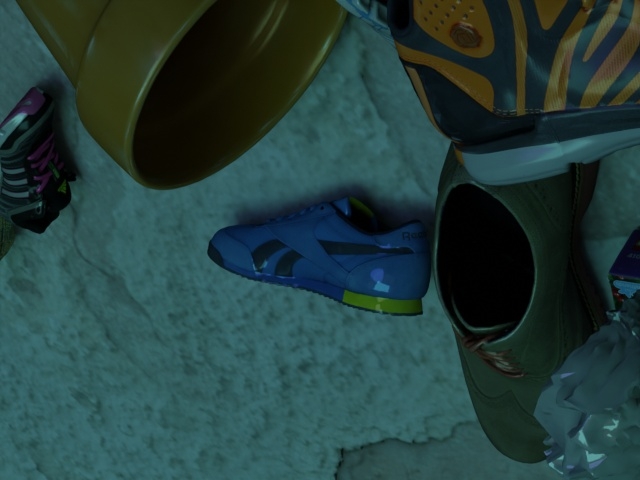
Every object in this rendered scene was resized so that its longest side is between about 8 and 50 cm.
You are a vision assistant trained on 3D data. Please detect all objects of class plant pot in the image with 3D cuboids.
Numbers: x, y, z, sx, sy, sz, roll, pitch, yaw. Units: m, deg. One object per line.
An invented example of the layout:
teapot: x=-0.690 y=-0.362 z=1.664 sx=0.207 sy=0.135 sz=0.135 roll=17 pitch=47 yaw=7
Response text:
plant pot: x=-0.114 y=-0.171 z=1.249 sx=0.188 sy=0.205 sz=0.205 roll=42 pitch=143 yaw=20

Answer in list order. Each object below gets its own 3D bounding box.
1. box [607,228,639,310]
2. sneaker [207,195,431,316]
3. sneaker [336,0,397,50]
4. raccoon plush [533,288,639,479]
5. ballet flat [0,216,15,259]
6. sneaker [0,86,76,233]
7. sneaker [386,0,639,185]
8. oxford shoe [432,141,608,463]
box: x=0.350 y=0.103 z=1.251 sx=0.293 sy=0.057 sz=0.201 roll=9 pitch=131 yaw=31
sneaker: x=0.000 y=0.000 z=1.425 sx=0.209 sy=0.069 sz=0.082 roll=12 pitch=102 yaw=40
sneaker: x=0.049 y=-0.151 z=1.190 sx=0.191 sy=0.071 sz=0.083 roll=30 pitch=162 yaw=-34
raccoon plush: x=0.363 y=0.078 z=0.946 sx=0.299 sy=0.446 sz=0.216 roll=43 pitch=163 yaw=26
ballet flat: x=-0.407 y=-0.095 z=1.592 sx=0.348 sy=0.123 sz=0.123 roll=49 pitch=140 yaw=-12
sneaker: x=-0.234 y=-0.062 z=1.536 sx=0.075 sy=0.063 sz=0.170 roll=33 pitch=144 yaw=2
sneaker: x=0.176 y=-0.148 z=1.048 sx=0.321 sy=0.124 sz=0.180 roll=-19 pitch=121 yaw=28
oxford shoe: x=0.124 y=0.047 z=1.311 sx=0.123 sy=0.130 sz=0.348 roll=14 pitch=135 yaw=27
